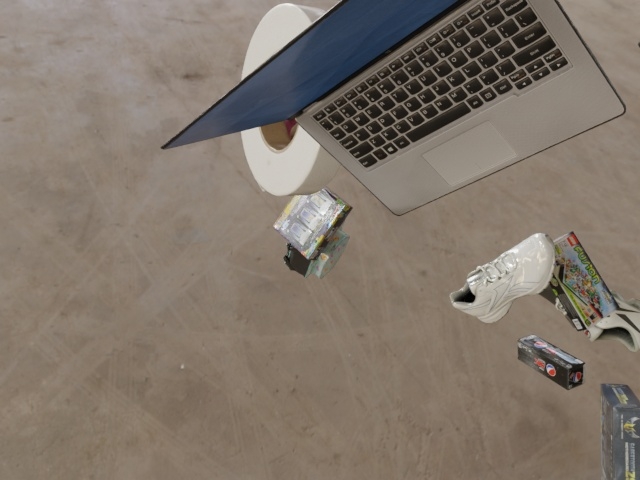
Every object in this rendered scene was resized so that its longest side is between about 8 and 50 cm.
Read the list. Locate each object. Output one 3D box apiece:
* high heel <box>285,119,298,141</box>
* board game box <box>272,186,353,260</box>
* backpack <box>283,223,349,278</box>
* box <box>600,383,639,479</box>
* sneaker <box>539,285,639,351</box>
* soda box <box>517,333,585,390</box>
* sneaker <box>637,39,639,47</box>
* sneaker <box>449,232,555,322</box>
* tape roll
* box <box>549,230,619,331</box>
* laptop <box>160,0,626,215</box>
[{"bbox_3d":[-0.030,-0.271,1.402,0.082,0.244,0.117,-22,58,-33],"label":"high heel"},{"bbox_3d":[-0.021,-0.058,1.494,0.141,0.170,0.048,42,15,26],"label":"board game box"},{"bbox_3d":[0.000,0.000,1.648,0.144,0.166,0.188,26,57,7],"label":"backpack"},{"bbox_3d":[0.577,0.410,1.127,0.059,0.233,0.183,0,0,18],"label":"box"},{"bbox_3d":[0.731,0.193,1.611,0.330,0.122,0.146,23,57,22],"label":"sneaker"},{"bbox_3d":[0.546,0.286,1.399,0.053,0.060,0.169,-14,21,-19],"label":"soda box"},{"bbox_3d":[0.656,-0.372,1.072,0.101,0.106,0.267,54,23,12],"label":"sneaker"},{"bbox_3d":[0.415,0.090,1.346,0.129,0.297,0.111,12,44,-24],"label":"sneaker"},{"bbox_3d":[-0.062,-0.283,1.226,0.072,0.392,0.392,-5,44,-31],"label":"tape roll"},{"bbox_3d":[0.593,0.093,1.370,0.114,0.036,0.207,-27,83,-20],"label":"box"},{"bbox_3d":[0.108,-0.140,0.721,0.408,0.382,0.236,40,45,-28],"label":"laptop"}]
